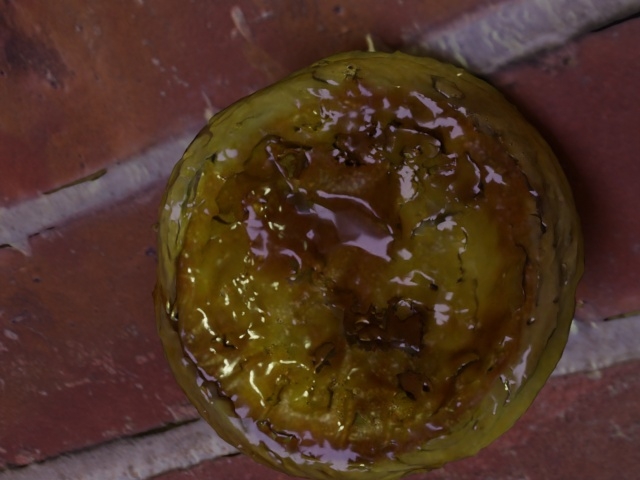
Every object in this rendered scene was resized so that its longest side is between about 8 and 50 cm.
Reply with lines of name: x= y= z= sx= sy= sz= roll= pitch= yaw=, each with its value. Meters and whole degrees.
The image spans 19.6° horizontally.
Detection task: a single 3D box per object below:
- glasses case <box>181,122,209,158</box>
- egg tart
glasses case: x=0.000 y=0.000 z=1.323 sx=0.234 sy=0.064 sz=0.079 roll=35 pitch=145 yaw=4
egg tart: x=0.030 y=0.017 z=1.224 sx=0.290 sy=0.115 sz=0.290 roll=0 pitch=91 yaw=7
